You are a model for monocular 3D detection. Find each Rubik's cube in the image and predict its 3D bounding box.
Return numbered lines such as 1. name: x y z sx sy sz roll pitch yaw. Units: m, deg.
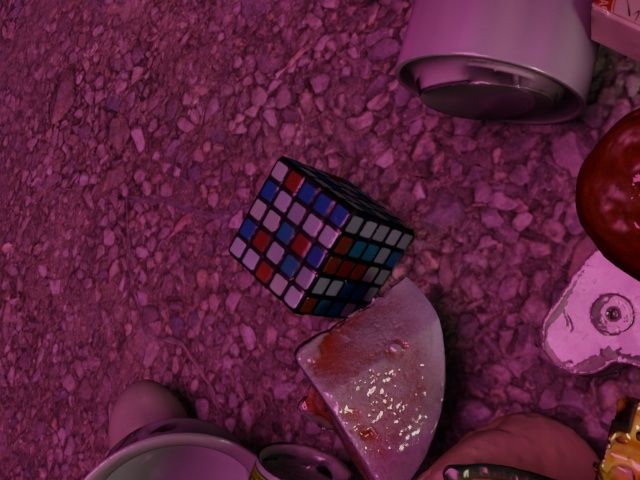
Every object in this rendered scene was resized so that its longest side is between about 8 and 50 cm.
1. Rubik's cube: 0.000 0.000 1.060 0.184 0.187 0.182 41 106 36

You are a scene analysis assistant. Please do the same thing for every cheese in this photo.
1. cheese: 0.227 0.329 0.849 0.247 0.251 0.174 -28 68 -9

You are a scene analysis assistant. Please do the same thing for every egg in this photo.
1. egg: -0.317 0.358 1.246 0.151 0.151 0.209 -38 51 24

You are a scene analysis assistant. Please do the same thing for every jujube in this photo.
1. jujube: 0.437 -0.019 0.723 0.318 0.223 0.223 43 106 26

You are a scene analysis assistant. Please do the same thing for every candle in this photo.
1. candle: 0.375 0.089 0.843 0.192 0.068 0.169 -12 73 30

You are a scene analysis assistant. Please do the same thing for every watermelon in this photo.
1. watermelon: 0.046 0.228 0.932 0.320 0.213 0.290 -45 33 33

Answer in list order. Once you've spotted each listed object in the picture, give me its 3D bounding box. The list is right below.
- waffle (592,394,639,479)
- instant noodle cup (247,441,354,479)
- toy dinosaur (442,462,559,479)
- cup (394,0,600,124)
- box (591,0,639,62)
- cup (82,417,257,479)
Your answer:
1. waffle: 0.382 0.262 0.632 0.307 0.060 0.312 -8 53 3
2. instant noodle cup: -0.052 0.429 0.958 0.207 0.207 0.233 19 97 37
3. toy dinosaur: 0.389 0.248 0.715 0.447 0.087 0.301 -36 77 0
4. cup: 0.264 -0.348 0.898 0.253 0.253 0.372 14 87 37
5. box: 0.504 -0.311 0.742 0.353 0.069 0.214 -44 56 -5
6. cup: -0.236 0.431 1.095 0.347 0.347 0.163 -64 19 8
